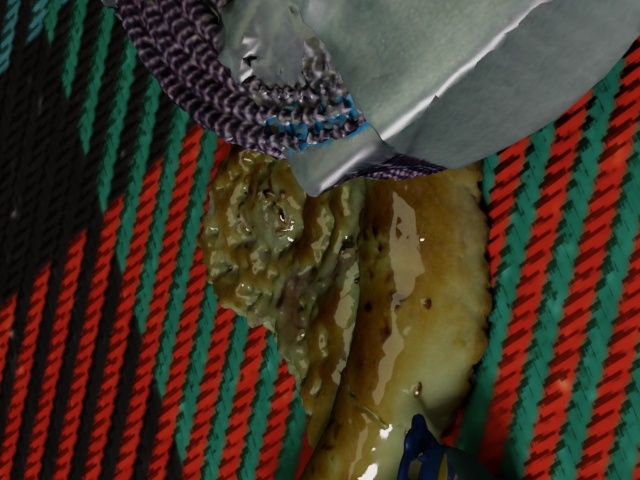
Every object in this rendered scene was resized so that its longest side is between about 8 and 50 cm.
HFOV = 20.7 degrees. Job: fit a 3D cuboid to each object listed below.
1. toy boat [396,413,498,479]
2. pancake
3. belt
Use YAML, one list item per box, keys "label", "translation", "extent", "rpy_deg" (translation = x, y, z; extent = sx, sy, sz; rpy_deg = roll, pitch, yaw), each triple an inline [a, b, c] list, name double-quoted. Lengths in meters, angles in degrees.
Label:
- label: "toy boat"
  translation: [0.044, 0.168, 0.811]
  extent: [0.110, 0.091, 0.175]
  rpy_deg: [-13, 73, 28]
- label: "pancake"
  translation: [-0.003, 0.000, 0.898]
  extent: [0.197, 0.054, 0.377]
  rpy_deg: [-8, 81, 46]
- label: "belt"
  translation: [0.047, -0.175, 0.786]
  extent: [0.325, 0.122, 0.260]
  rpy_deg: [-39, 61, 20]
